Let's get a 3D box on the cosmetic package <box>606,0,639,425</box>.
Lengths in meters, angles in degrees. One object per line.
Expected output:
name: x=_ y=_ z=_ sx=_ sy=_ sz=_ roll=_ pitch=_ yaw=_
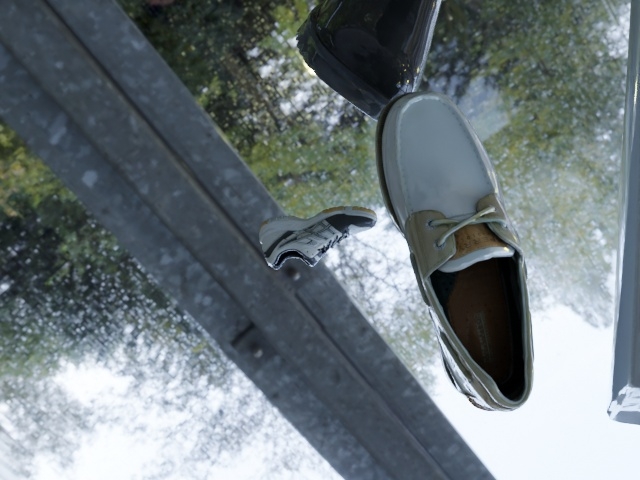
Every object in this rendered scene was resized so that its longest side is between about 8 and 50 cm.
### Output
cosmetic package: x=0.336 y=-0.040 z=0.305 sx=0.377 sy=0.097 sz=0.284 roll=4 pitch=-112 yaw=18

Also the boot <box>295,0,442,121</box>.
boot: x=0.160 y=-0.372 z=0.733 sx=0.445 sy=0.146 sz=0.367 roll=-49 pitch=-160 yaw=28

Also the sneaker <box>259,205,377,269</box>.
sneaker: x=0.000 y=0.000 z=0.484 sx=0.083 sy=0.032 sz=0.037 roll=-11 pitch=-111 yaw=8

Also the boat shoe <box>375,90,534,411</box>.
boat shoe: x=0.132 y=0.004 z=0.626 sx=0.113 sy=0.302 sz=0.103 roll=-19 pitch=-179 yaw=-3
